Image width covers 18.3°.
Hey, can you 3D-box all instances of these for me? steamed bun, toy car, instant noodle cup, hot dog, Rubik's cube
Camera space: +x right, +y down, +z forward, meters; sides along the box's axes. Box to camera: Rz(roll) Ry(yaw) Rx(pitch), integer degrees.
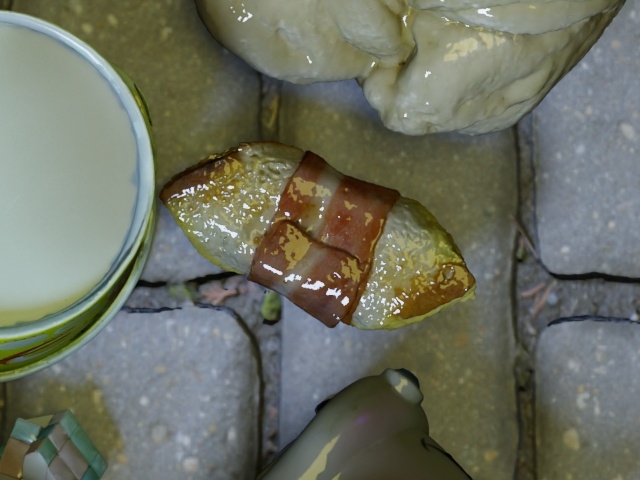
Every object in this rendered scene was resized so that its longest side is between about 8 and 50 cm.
[{"bbox_3d":[0.095,-0.249,1.571,0.372,0.230,0.325,25,84,-13],"label":"steamed bun"},{"bbox_3d":[0.013,0.267,1.482,0.336,0.226,0.242,-39,85,-24],"label":"toy car"},{"bbox_3d":[-0.250,-0.041,1.469,0.311,0.221,0.311,1,87,-15],"label":"instant noodle cup"},{"bbox_3d":[0.002,-0.002,1.598,0.261,0.093,0.123,29,89,5],"label":"hot dog"},{"bbox_3d":[-0.219,0.175,1.541,0.073,0.075,0.084,-24,94,31],"label":"Rubik's cube"}]
